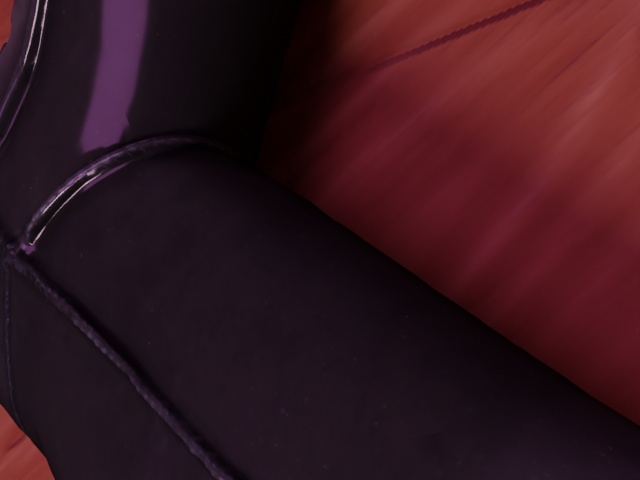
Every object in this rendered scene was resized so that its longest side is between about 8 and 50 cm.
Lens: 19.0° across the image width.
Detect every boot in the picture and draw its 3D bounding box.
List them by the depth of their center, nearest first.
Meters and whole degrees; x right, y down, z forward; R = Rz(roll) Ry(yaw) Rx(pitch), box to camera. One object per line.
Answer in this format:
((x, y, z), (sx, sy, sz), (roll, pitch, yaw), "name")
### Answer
((-0.001, 0.002, 0.821), (0.445, 0.146, 0.367), (44, 115, 48), "boot")
